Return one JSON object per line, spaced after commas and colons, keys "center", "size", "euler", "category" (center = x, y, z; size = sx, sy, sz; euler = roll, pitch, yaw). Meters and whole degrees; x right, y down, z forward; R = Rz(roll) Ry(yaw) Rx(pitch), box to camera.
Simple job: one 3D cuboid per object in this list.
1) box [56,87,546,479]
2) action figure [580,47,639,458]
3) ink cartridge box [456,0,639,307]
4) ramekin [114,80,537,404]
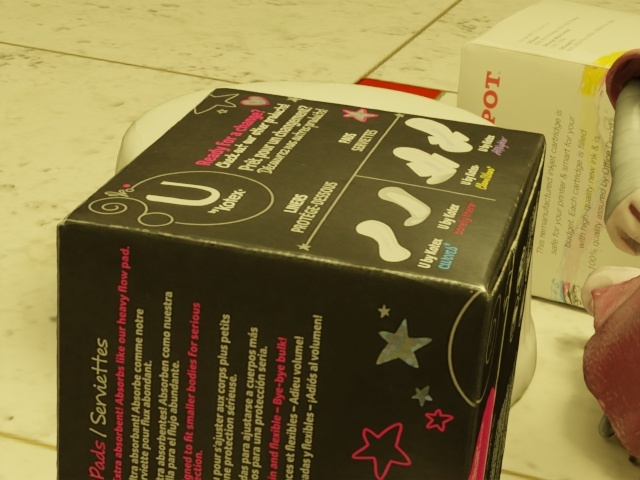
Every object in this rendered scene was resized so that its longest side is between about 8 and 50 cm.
{"center": [-0.008, 0.087, 0.563], "size": [0.142, 0.247, 0.163], "euler": [10, 23, 11], "category": "box"}
{"center": [0.262, -0.043, 0.756], "size": [0.248, 0.370, 0.276], "euler": [5, 25, 6], "category": "action figure"}
{"center": [0.224, -0.054, 1.036], "size": [0.232, 0.171, 0.168], "euler": [15, 25, 24], "category": "ink cartridge box"}
{"center": [0.000, 0.000, 0.917], "size": [0.277, 0.135, 0.277], "euler": [3, 23, -1], "category": "ramekin"}
